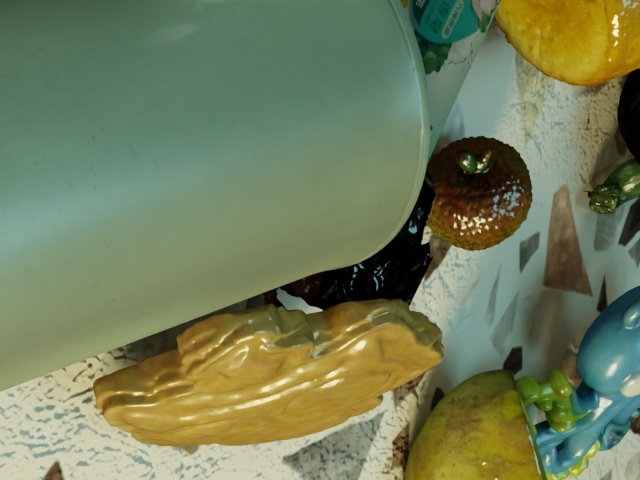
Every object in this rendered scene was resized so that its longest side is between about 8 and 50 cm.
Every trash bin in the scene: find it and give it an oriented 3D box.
[{"bbox_3d":[-0.131,-0.068,1.000,0.432,0.280,0.280,-23,122,-40],"label":"trash bin"}]

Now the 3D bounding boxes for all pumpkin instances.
[{"bbox_3d":[0.418,-0.102,1.727,0.248,0.248,0.248,-24,123,-44],"label":"pumpkin"}]

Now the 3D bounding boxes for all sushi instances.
[{"bbox_3d":[0.000,0.000,1.281,0.172,0.150,0.153,-93,-153,-69],"label":"sushi"}]

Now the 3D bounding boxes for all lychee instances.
[{"bbox_3d":[0.153,-0.047,1.487,0.114,0.114,0.146,-50,157,-25],"label":"lychee"}]

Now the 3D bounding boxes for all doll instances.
[{"bbox_3d":[0.353,0.163,1.747,0.346,0.099,0.341,-32,146,-14],"label":"doll"}]

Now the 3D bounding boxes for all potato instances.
[{"bbox_3d":[0.174,0.275,1.600,0.176,0.141,0.298,3,118,-9],"label":"potato"}]

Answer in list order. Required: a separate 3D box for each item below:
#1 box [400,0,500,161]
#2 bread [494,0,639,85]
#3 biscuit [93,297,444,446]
[{"bbox_3d":[0.072,-0.205,1.333,0.153,0.092,0.245,32,79,-52],"label":"box"},{"bbox_3d":[0.257,-0.269,1.425,0.145,0.268,0.268,-30,128,-20],"label":"bread"},{"bbox_3d":[-0.031,0.115,1.208,0.376,0.269,0.051,58,15,-72],"label":"biscuit"}]
